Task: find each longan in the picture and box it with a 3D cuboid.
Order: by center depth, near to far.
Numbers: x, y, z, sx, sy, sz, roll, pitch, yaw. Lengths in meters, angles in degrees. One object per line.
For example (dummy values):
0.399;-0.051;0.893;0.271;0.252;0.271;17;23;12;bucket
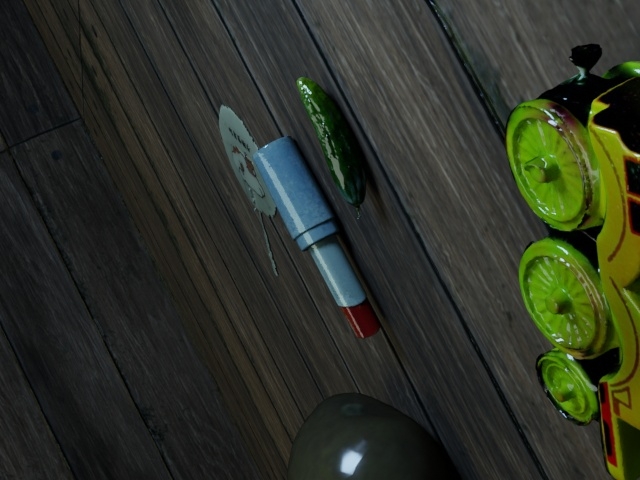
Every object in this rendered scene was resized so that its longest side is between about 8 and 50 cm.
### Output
0.061;0.316;1.202;0.248;0.248;0.248;54;160;29;longan

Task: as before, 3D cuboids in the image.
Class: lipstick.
0.000;0.000;1.168;0.274;0.061;0.068;62;161;5;lipstick

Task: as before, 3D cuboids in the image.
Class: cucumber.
0.019;-0.105;1.002;0.168;0.039;0.039;67;163;-2;cucumber

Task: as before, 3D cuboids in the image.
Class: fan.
-0.107;-0.066;1.473;0.191;0.009;0.329;44;154;46;fan

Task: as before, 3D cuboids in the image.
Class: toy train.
0.202;0.030;0.561;0.160;0.100;0.296;35;147;54;toy train
